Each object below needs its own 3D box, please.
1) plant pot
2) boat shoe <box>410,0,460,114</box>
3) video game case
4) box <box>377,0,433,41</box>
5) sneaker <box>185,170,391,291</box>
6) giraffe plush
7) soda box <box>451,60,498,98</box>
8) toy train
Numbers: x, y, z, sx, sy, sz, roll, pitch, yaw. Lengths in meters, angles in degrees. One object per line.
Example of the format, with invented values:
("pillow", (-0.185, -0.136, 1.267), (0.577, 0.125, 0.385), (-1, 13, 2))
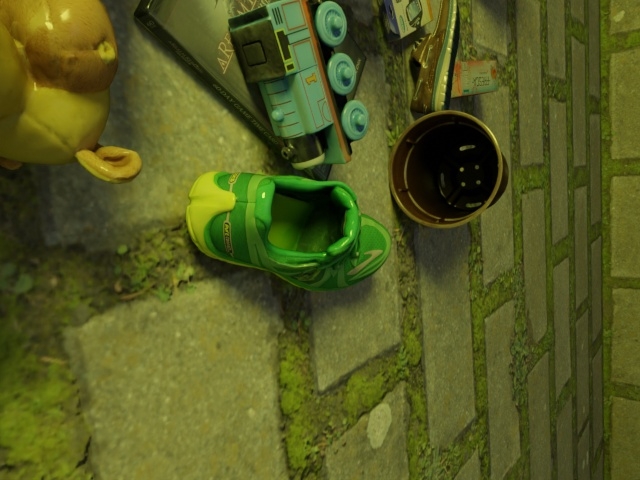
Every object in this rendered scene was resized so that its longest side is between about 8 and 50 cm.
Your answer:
("plant pot", (0.216, -0.104, 0.777), (0.165, 0.166, 0.167), (-5, 95, -58))
("boat shoe", (0.177, -0.290, 0.779), (0.066, 0.066, 0.183), (7, 92, -68))
("video game case", (-0.048, -0.217, 0.542), (0.274, 0.026, 0.196), (39, 62, -46))
("box", (0.125, -0.357, 0.752), (0.136, 0.028, 0.081), (-42, 122, -39))
("sneaker", (0.000, 0.000, 0.528), (0.295, 0.123, 0.110), (12, 82, -51))
("giraffe plush", (-0.181, -0.092, 0.261), (0.170, 0.210, 0.182), (1, 66, -56))
("soda box", (0.258, -0.287, 0.890), (0.183, 0.062, 0.058), (-23, 109, -48))
("toy train", (-0.017, -0.157, 0.506), (0.105, 0.080, 0.184), (-35, 120, -35))
